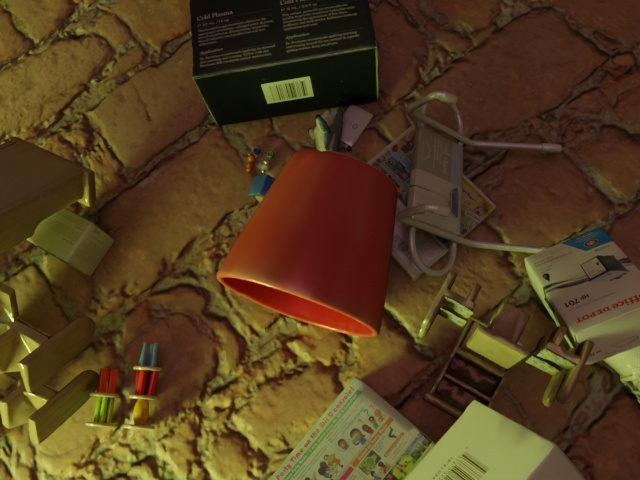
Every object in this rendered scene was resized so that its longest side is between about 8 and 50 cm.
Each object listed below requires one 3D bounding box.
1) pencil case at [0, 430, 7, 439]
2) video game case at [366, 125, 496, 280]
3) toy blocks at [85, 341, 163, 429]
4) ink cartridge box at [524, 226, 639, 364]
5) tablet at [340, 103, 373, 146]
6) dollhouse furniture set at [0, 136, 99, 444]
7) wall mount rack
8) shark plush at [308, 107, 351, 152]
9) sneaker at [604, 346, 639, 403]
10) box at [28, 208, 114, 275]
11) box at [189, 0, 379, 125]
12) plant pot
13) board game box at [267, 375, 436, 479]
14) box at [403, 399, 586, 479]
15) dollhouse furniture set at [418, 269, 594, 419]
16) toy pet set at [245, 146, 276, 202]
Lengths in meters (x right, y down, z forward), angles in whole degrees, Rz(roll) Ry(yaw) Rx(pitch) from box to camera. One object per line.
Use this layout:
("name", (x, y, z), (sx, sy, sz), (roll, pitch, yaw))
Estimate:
("pencil case", (-0.683, 0.399, 1.003), (0.284, 0.124, 0.124), (-44, 72, -10))
("video game case", (0.174, -0.074, 1.107), (0.206, 0.026, 0.227), (-40, 76, -8))
("toy blocks", (-0.342, 0.254, 1.047), (0.123, 0.054, 0.148), (2, 71, 7))
("ink cartridge box", (0.433, 0.083, 0.944), (0.140, 0.082, 0.190), (-24, 33, 9))
("tablet", (0.062, -0.232, 1.192), (0.054, 0.006, 0.083), (30, 78, 15))
("dollhouse furniture set", (-0.538, 0.065, 1.013), (0.362, 0.394, 0.256), (23, 37, 14))
("wall mount rack", (0.277, -0.101, 1.036), (0.304, 0.130, 0.350), (17, 71, -31))
("shark plush", (0.030, -0.184, 1.151), (0.067, 0.073, 0.161), (-10, 66, -17))
("sneaker", (0.531, 0.258, 0.917), (0.292, 0.108, 0.169), (29, 74, 14))
("box", (-0.471, -0.001, 1.124), (0.101, 0.102, 0.087), (26, 74, 13))
("box", (-0.073, -0.429, 1.183), (0.343, 0.179, 0.312), (-8, 70, 3))
("plant pot", (0.000, 0.000, 0.977), (0.275, 0.275, 0.243), (17, 76, 12))
("board game box", (0.100, 0.398, 0.925), (0.303, 0.097, 0.224), (39, 79, 16))
("box", (0.272, 0.419, 0.770), (0.215, 0.168, 0.345), (-43, 106, -12))
("dollhouse furniture set", (0.247, 0.190, 0.901), (0.212, 0.242, 0.161), (28, 77, 15))
("toy pet set", (-0.099, -0.130, 1.144), (0.122, 0.065, 0.114), (17, 74, 12))
